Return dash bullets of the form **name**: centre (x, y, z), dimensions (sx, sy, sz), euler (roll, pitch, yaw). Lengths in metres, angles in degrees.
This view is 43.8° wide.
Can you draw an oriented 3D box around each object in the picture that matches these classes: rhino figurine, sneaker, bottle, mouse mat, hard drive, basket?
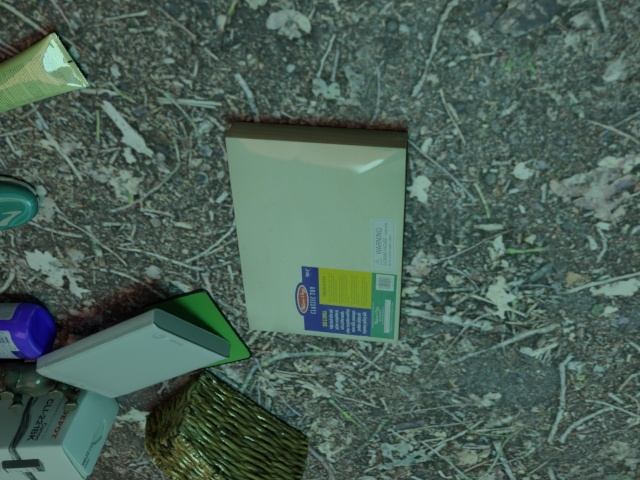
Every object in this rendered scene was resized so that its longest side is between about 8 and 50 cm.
- **rhino figurine**: centre (-0.599, 0.280, 1.567), dimensions (0.244, 0.106, 0.073), euler (3, 127, -11)
- **sneaker**: centre (-0.613, -0.037, 1.334), dimensions (0.276, 0.110, 0.107), euler (-9, 122, -9)
- **bottle**: centre (-0.665, 0.176, 1.553), dimensions (0.283, 0.092, 0.118), euler (-2, 140, 14)
- **mouse mat**: centre (-0.235, 0.175, 1.519), dimensions (0.153, 0.007, 0.189), euler (-15, 125, 23)
- **hard drive**: centre (-0.355, 0.222, 1.508), dimensions (0.308, 0.040, 0.203), euler (-22, 145, 28)
- **basket**: centre (-0.209, 0.454, 1.606), dimensions (0.299, 0.213, 0.223), euler (38, 126, -18)

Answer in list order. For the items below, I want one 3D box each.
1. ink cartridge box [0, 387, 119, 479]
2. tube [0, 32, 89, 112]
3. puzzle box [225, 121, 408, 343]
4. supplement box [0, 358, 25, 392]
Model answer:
- **ink cartridge box**: centre (-0.585, 0.386, 1.642), dimensions (0.273, 0.197, 0.114), euler (-6, 127, 16)
- **tube**: centre (-0.473, -0.233, 1.208), dimensions (0.240, 0.062, 0.070), euler (-17, 167, 18)
- **puzzle box**: centre (0.000, 0.000, 1.295), dimensions (0.272, 0.052, 0.408), euler (5, 130, 8)
- **supplement box**: centre (-0.667, 0.261, 1.649), dimensions (0.083, 0.056, 0.083), euler (29, 128, -12)
